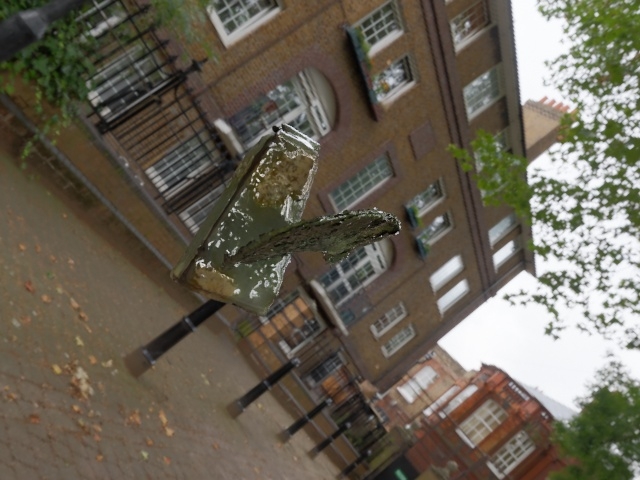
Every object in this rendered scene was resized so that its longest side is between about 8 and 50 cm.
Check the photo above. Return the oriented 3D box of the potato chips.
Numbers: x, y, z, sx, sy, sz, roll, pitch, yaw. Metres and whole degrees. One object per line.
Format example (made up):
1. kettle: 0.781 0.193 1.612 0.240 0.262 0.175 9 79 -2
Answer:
1. potato chips: 0.001 0.004 0.651 0.220 0.202 0.029 -1 70 -51

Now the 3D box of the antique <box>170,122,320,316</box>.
1. antique: -0.100 -0.040 0.849 0.150 0.284 0.125 27 -7 -23
